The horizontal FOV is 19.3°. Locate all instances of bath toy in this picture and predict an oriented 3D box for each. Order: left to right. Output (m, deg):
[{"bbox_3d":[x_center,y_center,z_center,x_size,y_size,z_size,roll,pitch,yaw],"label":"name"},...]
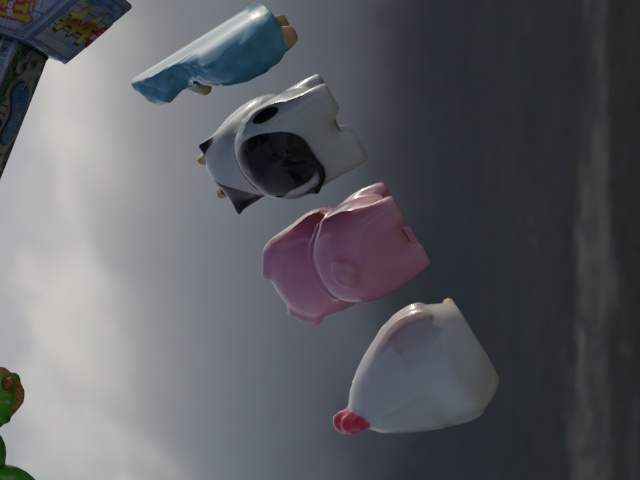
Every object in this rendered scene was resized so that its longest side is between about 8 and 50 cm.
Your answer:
[{"bbox_3d":[0.000,0.000,1.394,0.348,0.129,0.151,58,-179,-8],"label":"bath toy"}]

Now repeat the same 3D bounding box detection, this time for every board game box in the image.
[{"bbox_3d":[-0.239,-0.150,1.305,0.060,0.194,0.194,29,-100,-65],"label":"board game box"}]

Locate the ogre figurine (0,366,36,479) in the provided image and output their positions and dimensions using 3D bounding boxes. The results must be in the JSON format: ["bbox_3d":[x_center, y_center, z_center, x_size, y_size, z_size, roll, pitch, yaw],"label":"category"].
[{"bbox_3d":[-0.201,0.113,1.012,0.197,0.097,0.118,66,163,4],"label":"ogre figurine"}]
